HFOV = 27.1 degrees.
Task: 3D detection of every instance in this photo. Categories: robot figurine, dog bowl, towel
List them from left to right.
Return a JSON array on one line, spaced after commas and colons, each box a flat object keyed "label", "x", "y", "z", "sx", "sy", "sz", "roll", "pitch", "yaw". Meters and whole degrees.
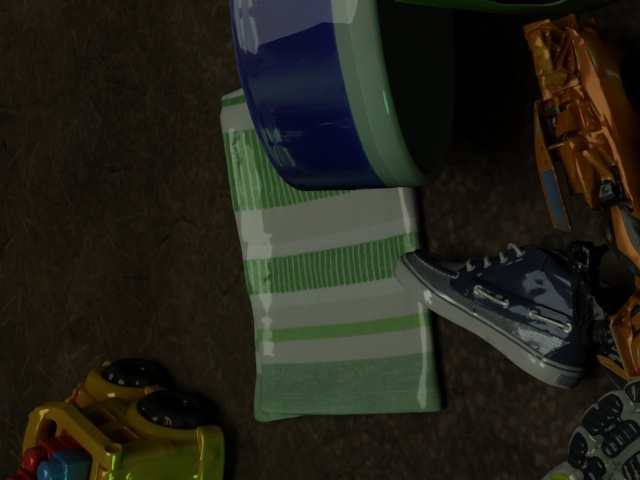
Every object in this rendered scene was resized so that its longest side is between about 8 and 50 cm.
[{"label": "towel", "x": 0.000, "y": 0.000, "z": 1.220, "sx": 0.248, "sy": 0.038, "sz": 0.325, "roll": -12, "pitch": 82, "yaw": 49}, {"label": "dog bowl", "x": 0.025, "y": -0.169, "z": 0.997, "sx": 0.104, "sy": 0.265, "sz": 0.265, "roll": -4, "pitch": 89, "yaw": 18}, {"label": "robot figurine", "x": 0.236, "y": -0.026, "z": 0.882, "sx": 0.211, "sy": 0.085, "sz": 0.291, "roll": -21, "pitch": 79, "yaw": 39}]

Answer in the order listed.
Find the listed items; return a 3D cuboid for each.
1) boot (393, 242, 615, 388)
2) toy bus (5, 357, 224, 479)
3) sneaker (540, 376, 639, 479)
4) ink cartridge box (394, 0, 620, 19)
[{"label": "boot", "x": 0.143, "y": 0.032, "z": 1.035, "sx": 0.190, "sy": 0.069, "sz": 0.086, "roll": 33, "pitch": 110, "yaw": 36}, {"label": "toy bus", "x": -0.238, "y": 0.225, "z": 1.382, "sx": 0.220, "sy": 0.211, "sz": 0.149, "roll": 29, "pitch": 115, "yaw": 47}, {"label": "sneaker", "x": 0.219, "y": 0.159, "z": 0.888, "sx": 0.107, "sy": 0.110, "sz": 0.275, "roll": 59, "pitch": 143, "yaw": 19}, {"label": "ink cartridge box", "x": 0.190, "y": -0.226, "z": 0.860, "sx": 0.255, "sy": 0.188, "sz": 0.097, "roll": -13, "pitch": 82, "yaw": 50}]
